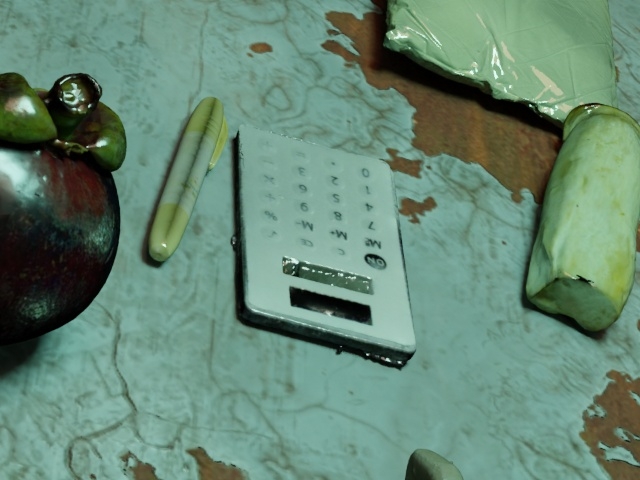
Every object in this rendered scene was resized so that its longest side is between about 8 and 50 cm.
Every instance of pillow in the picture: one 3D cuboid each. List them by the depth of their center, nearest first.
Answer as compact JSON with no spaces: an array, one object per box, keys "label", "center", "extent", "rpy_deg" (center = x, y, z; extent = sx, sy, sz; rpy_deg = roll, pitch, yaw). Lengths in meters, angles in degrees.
[{"label":"pillow","center":[0.190,-0.235,2.015],"extent":[0.281,0.076,0.274],"rpy_deg":[22,42,-16]}]

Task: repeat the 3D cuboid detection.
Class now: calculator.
[{"label":"calculator","center":[0.000,0.000,1.644],"extent":[0.161,0.021,0.261],"rpy_deg":[15,37,-17]}]

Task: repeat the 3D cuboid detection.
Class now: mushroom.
[{"label":"mushroom","center":[0.263,-0.033,1.808],"extent":[0.100,0.081,0.312],"rpy_deg":[21,37,1]}]

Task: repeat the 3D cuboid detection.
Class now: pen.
[{"label":"pen","center":[-0.113,-0.053,1.631],"extent":[0.040,0.032,0.233],"rpy_deg":[42,33,-21]}]

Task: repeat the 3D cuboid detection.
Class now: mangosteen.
[{"label":"mangosteen","center":[-0.245,-0.031,1.364],"extent":[0.216,0.216,0.216],"rpy_deg":[18,37,-14]}]

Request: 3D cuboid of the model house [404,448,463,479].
[{"label":"model house","center":[0.154,0.258,1.341],"extent":[0.188,0.122,0.229],"rpy_deg":[12,36,-25]}]
